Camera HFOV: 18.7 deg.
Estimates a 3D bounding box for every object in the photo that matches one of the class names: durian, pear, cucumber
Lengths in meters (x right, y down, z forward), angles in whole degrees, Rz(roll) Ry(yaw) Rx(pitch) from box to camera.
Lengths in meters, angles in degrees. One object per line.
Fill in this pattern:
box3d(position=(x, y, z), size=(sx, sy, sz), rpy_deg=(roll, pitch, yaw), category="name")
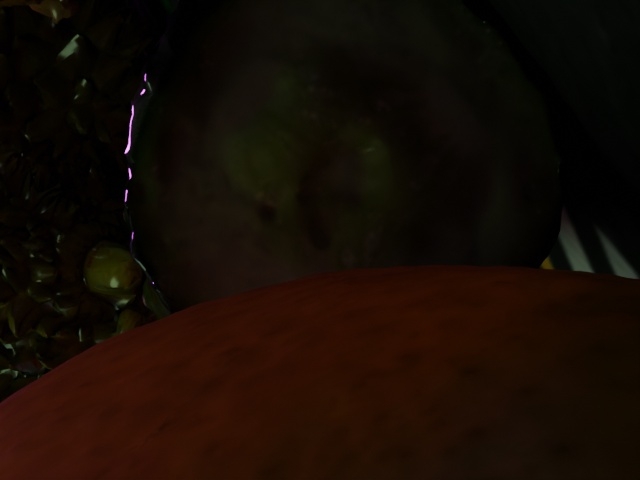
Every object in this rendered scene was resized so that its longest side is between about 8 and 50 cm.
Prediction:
box3d(position=(-0.168, -0.016, 0.948), size=(0.293, 0.258, 0.258), rpy_deg=(40, 162, 14), category="durian")
box3d(position=(0.053, 0.186, 0.411), size=(0.418, 0.362, 0.362), rpy_deg=(53, 167, 39), category="pear")
box3d(position=(-0.001, -0.003, 0.665), size=(0.134, 0.134, 0.244), rpy_deg=(53, 170, 8), category="cucumber")

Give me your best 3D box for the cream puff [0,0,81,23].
box3d(position=(-0.081, -0.138, 0.534), size=(0.115, 0.150, 0.165), rpy_deg=(45, 139, 48), category="cream puff")
